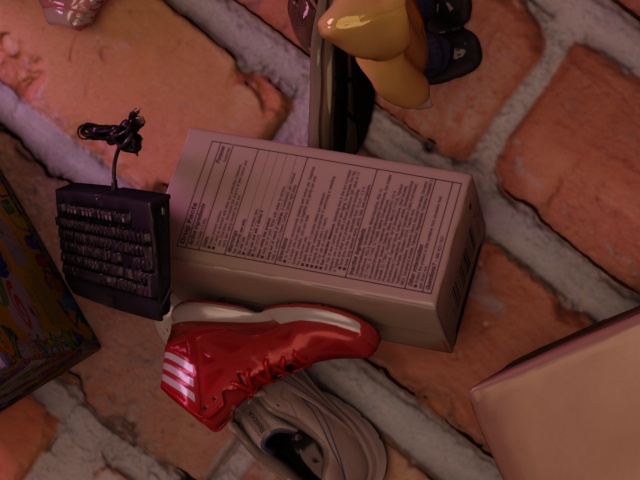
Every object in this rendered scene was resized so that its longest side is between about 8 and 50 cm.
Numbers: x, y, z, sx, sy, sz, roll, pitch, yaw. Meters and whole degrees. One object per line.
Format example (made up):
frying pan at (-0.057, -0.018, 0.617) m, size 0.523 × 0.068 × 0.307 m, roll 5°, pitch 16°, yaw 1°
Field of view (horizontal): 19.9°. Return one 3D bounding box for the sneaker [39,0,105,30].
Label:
sneaker at (-0.237, -0.260, 1.931) m, size 0.134 × 0.051 × 0.070 m, roll -9°, pitch 92°, yaw 21°

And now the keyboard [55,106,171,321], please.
keyboard at (-0.214, -0.032, 1.830) m, size 0.033 × 0.317 × 0.202 m, roll -2°, pitch 94°, yaw -25°

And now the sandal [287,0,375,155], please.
sandal at (0.007, -0.226, 1.828) m, size 0.086 × 0.120 × 0.303 m, roll 12°, pitch 97°, yaw 30°

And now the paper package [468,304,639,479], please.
paper package at (0.345, 0.220, 1.718) m, size 0.309 × 0.168 × 0.325 m, roll -25°, pitch 86°, yaw 17°

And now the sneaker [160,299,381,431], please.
sneaker at (-0.053, 0.131, 1.775) m, size 0.221 × 0.087 × 0.128 m, roll 0°, pitch 64°, yaw 26°

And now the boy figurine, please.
boy figurine at (0.071, -0.212, 1.717) m, size 0.092 × 0.285 × 0.177 m, roll -11°, pitch 86°, yaw 17°

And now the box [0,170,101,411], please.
box at (-0.408, 0.039, 1.873) m, size 0.177 × 0.279 × 0.290 m, roll -32°, pitch 83°, yaw 10°

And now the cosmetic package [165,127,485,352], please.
cosmetic package at (0.000, 0.000, 1.807) m, size 0.296 × 0.129 × 0.153 m, roll 12°, pitch 69°, yaw 16°

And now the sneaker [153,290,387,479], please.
sneaker at (-0.059, 0.155, 1.858) m, size 0.297 × 0.129 × 0.111 m, roll 41°, pitch 105°, yaw 12°
